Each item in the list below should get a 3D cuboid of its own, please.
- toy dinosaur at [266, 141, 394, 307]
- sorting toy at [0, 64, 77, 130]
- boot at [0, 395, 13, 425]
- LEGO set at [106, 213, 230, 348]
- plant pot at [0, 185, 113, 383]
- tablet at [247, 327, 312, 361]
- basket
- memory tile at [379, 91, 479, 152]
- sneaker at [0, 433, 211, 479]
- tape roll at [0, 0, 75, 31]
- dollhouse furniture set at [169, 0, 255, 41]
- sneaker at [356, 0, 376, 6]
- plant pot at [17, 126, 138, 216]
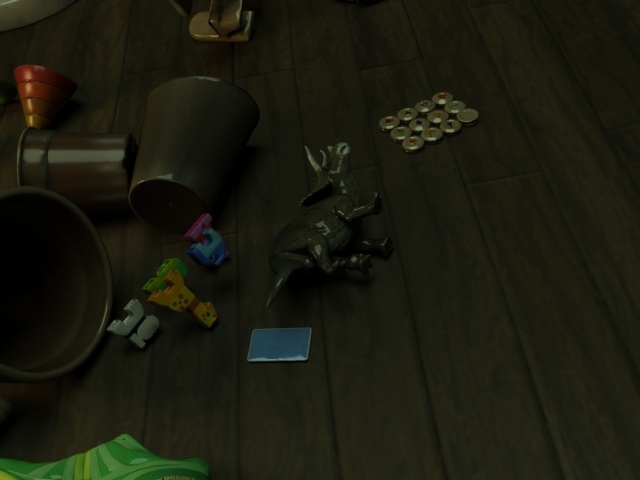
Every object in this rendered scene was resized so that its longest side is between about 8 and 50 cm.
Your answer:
[{"bbox_3d":[0.000,0.000,1.125,0.160,0.121,0.313,8,52,36],"label":"toy dinosaur"},{"bbox_3d":[-0.661,-0.261,1.554,0.366,0.127,0.126,1,76,18],"label":"sorting toy"},{"bbox_3d":[-0.523,0.250,1.006,0.213,0.077,0.165,10,49,15],"label":"boot"},{"bbox_3d":[-0.183,0.070,1.108,0.087,0.093,0.227,-8,39,53],"label":"LEGO set"},{"bbox_3d":[-0.459,0.068,1.077,0.229,0.263,0.263,-8,41,33],"label":"plant pot"},{"bbox_3d":[-0.055,0.141,1.052,0.083,0.006,0.054,-3,45,11],"label":"tablet"},{"bbox_3d":[-0.220,-0.136,1.270,0.205,0.154,0.226,-1,49,14],"label":"basket"},{"bbox_3d":[0.185,-0.205,1.335,0.148,0.012,0.113,-26,46,-13],"label":"memory tile"},{"bbox_3d":[-0.259,0.292,0.900,0.296,0.109,0.123,1,23,17],"label":"sneaker"},{"bbox_3d":[-0.769,-0.655,1.970,0.392,0.072,0.391,-6,45,6],"label":"tape roll"},{"bbox_3d":[-0.284,-0.646,1.534,0.257,0.362,0.393,5,78,15],"label":"dollhouse furniture set"},{"bbox_3d":[0.114,-0.552,1.670,0.170,0.051,0.089,-24,50,-6],"label":"sneaker"},{"bbox_3d":[-0.386,-0.107,1.280,0.165,0.166,0.166,-3,45,-2],"label":"plant pot"}]
